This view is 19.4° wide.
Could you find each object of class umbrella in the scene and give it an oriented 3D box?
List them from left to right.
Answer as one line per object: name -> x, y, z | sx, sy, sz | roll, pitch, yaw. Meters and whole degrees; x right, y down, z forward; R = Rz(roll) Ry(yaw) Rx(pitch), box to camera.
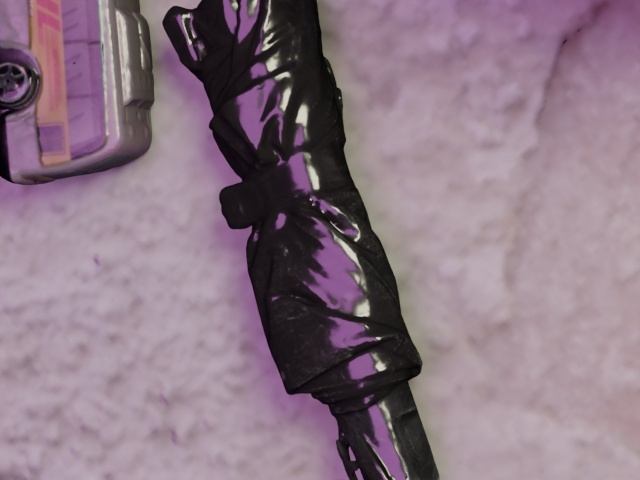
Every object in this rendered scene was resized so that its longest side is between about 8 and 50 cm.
umbrella -> 0.000, 0.000, 0.793 | 0.066, 0.059, 0.235 | -25, 81, 39

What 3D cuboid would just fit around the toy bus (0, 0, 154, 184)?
toy bus -> -0.116, -0.112, 0.837 | 0.072, 0.057, 0.172 | -5, 90, 14
